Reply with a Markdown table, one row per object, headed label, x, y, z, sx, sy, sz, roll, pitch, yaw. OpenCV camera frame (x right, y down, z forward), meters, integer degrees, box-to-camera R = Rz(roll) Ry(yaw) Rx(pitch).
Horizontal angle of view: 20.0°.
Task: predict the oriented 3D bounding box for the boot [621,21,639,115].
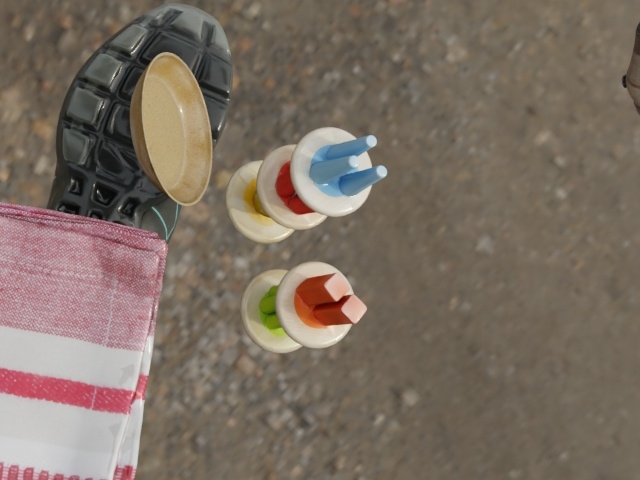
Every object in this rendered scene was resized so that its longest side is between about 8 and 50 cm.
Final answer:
| label | x | y | z | sx | sy | sz | roll | pitch | yaw |
| --- | --- | --- | --- | --- | --- | --- | --- | --- | --- |
| boot | 0.284 | -0.160 | 1.482 | 0.042 | 0.087 | 0.118 | 25 | 55 | 33 |

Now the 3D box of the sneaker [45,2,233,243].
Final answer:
| label | x | y | z | sx | sy | sz | roll | pitch | yaw |
| --- | --- | --- | --- | --- | --- | --- | --- | --- | --- |
| sneaker | -0.138 | -0.029 | 1.190 | 0.101 | 0.106 | 0.267 | 24 | 85 | -6 |

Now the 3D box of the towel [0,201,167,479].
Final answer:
| label | x | y | z | sx | sy | sz | roll | pitch | yaw |
| --- | --- | --- | --- | --- | --- | --- | --- | --- | --- |
| towel | -0.209 | 0.137 | 0.886 | 0.237 | 0.037 | 0.329 | 9 | 82 | -18 |

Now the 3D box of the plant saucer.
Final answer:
| label | x | y | z | sx | sy | sz | roll | pitch | yaw |
| --- | --- | --- | --- | --- | --- | --- | --- | --- | --- |
| plant saucer | -0.083 | -0.059 | 0.979 | 0.083 | 0.015 | 0.083 | -8 | 90 | -69 |

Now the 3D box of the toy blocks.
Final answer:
| label | x | y | z | sx | sy | sz | roll | pitch | yaw |
| --- | --- | --- | --- | --- | --- | --- | --- | --- | --- |
| toy blocks | 0.000 | 0.000 | 1.062 | 0.054 | 0.148 | 0.123 | -6 | 84 | -26 |
